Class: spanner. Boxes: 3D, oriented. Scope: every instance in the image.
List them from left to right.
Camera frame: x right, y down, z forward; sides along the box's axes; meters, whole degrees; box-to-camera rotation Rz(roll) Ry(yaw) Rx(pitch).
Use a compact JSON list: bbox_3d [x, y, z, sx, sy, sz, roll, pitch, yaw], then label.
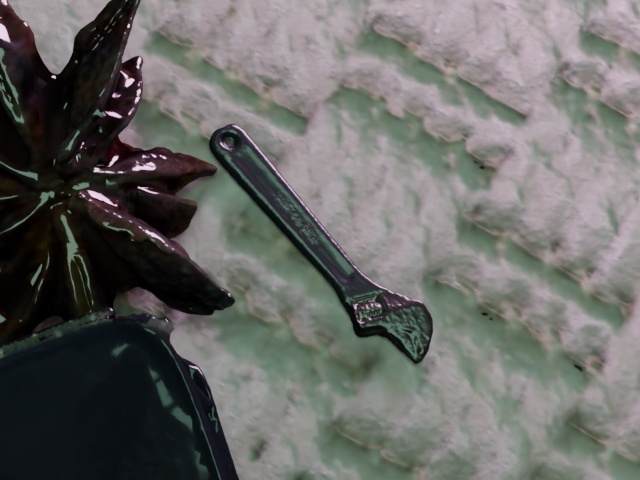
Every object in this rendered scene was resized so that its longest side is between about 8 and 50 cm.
[{"bbox_3d":[0.000,0.000,1.121,0.046,0.012,0.208,-37,75,-18],"label":"spanner"}]

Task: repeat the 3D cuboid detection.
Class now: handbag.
[{"bbox_3d":[-0.168,0.237,0.939,0.303,0.122,0.329,-20,76,1],"label":"handbag"}]

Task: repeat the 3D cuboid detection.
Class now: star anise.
[{"bbox_3d":[-0.164,-0.025,1.061,0.212,0.129,0.283,-22,84,-8],"label":"star anise"}]
